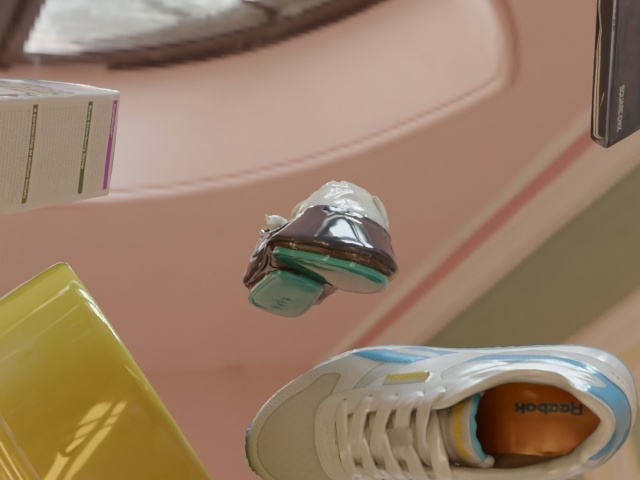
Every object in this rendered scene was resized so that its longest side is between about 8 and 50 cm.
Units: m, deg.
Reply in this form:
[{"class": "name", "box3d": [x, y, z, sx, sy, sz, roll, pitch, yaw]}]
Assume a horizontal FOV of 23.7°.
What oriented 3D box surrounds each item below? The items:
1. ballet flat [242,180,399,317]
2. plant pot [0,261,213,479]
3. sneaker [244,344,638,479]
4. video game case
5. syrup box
[{"class": "ballet flat", "box3d": [0.000, 0.000, 0.927, 0.203, 0.074, 0.074, 152, -64, -71]}, {"class": "plant pot", "box3d": [-0.178, 0.179, 0.868, 0.254, 0.239, 0.254, 55, -9, 13]}, {"class": "sneaker", "box3d": [0.061, 0.102, 0.865, 0.092, 0.228, 0.087, -11, 91, -75]}, {"class": "video game case", "box3d": [0.333, -0.212, 1.256, 0.026, 0.274, 0.196, 43, -27, 38]}, {"class": "syrup box", "box3d": [-0.252, -0.077, 1.209, 0.237, 0.093, 0.096, -18, 117, -71]}]
